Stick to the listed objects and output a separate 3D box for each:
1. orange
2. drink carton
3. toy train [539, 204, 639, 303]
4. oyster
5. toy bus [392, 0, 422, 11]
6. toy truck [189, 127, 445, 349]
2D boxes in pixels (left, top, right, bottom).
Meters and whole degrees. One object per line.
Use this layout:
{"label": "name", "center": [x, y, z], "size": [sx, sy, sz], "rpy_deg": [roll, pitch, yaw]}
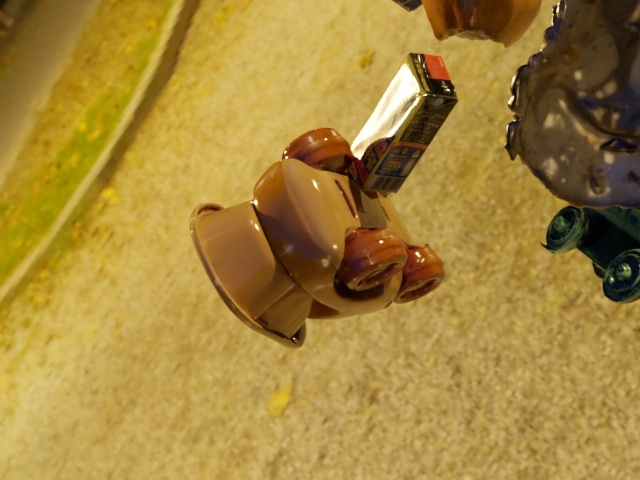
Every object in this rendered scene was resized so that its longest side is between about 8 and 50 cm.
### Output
{"label": "orange", "center": [0.204, -0.308, 1.497], "size": [0.157, 0.157, 0.134], "rpy_deg": [-21, 53, 54]}
{"label": "drink carton", "center": [0.095, -0.132, 1.348], "size": [0.165, 0.056, 0.071], "rpy_deg": [-56, 41, 45]}
{"label": "toy train", "center": [0.339, -0.013, 1.224], "size": [0.157, 0.105, 0.253], "rpy_deg": [-57, 24, 9]}
{"label": "oyster", "center": [0.213, -0.166, 0.662], "size": [0.345, 0.129, 0.078], "rpy_deg": [-69, -9, 28]}
{"label": "toy bus", "center": [0.079, -0.432, 1.707], "size": [0.113, 0.302, 0.139], "rpy_deg": [-34, 61, 26]}
{"label": "toy truck", "center": [0.000, 0.000, 1.407], "size": [0.212, 0.288, 0.204], "rpy_deg": [-32, 71, 16]}
